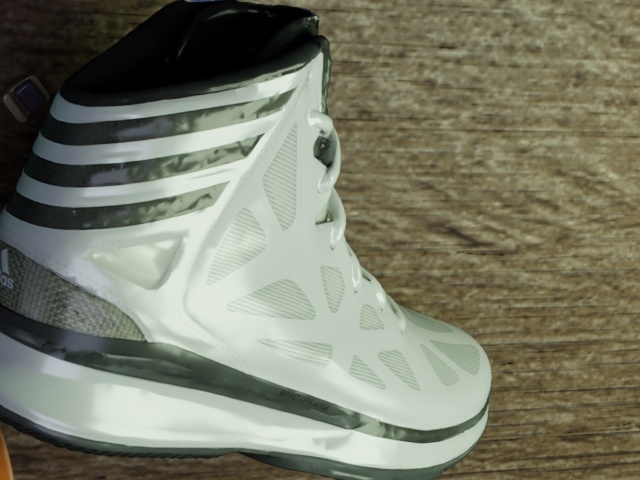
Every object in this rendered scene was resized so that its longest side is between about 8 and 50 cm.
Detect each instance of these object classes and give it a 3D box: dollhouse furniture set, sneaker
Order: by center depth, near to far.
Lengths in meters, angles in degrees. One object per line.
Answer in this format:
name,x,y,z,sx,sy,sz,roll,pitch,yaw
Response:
dollhouse furniture set,-0.120,-0.079,0.943,0.114,0.081,0.091,-35,123,-2
sneaker,0.000,0.000,0.945,0.447,0.169,0.257,11,104,-50

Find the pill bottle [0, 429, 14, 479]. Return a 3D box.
pill bottle,-0.316,0.180,0.966,0.246,0.130,0.130,-10,119,-18
